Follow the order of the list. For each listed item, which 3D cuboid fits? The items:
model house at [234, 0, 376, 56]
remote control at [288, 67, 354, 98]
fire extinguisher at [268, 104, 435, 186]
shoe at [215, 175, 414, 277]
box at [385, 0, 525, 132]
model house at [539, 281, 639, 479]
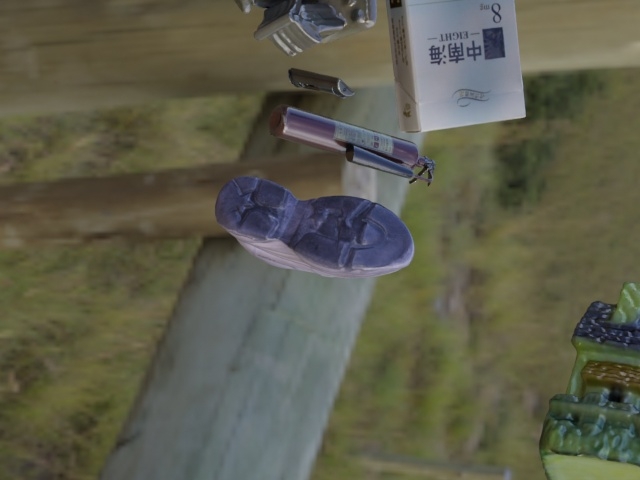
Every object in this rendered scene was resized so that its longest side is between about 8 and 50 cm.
[{"bbox_3d":[-0.052,-0.349,2.021,0.188,0.122,0.229,-16,67,-47],"label":"model house"},{"bbox_3d":[0.000,-0.164,1.615,0.034,0.091,0.016,41,77,-35],"label":"remote control"},{"bbox_3d":[0.038,-0.077,1.295,0.173,0.049,0.035,14,91,-31],"label":"fire extinguisher"},{"bbox_3d":[0.000,0.000,1.838,0.137,0.245,0.095,53,54,-66],"label":"shoe"},{"bbox_3d":[0.165,-0.262,1.902,0.155,0.067,0.243,-8,97,-20],"label":"box"},{"bbox_3d":[0.317,0.139,1.383,0.170,0.194,0.211,62,42,-56],"label":"model house"}]
